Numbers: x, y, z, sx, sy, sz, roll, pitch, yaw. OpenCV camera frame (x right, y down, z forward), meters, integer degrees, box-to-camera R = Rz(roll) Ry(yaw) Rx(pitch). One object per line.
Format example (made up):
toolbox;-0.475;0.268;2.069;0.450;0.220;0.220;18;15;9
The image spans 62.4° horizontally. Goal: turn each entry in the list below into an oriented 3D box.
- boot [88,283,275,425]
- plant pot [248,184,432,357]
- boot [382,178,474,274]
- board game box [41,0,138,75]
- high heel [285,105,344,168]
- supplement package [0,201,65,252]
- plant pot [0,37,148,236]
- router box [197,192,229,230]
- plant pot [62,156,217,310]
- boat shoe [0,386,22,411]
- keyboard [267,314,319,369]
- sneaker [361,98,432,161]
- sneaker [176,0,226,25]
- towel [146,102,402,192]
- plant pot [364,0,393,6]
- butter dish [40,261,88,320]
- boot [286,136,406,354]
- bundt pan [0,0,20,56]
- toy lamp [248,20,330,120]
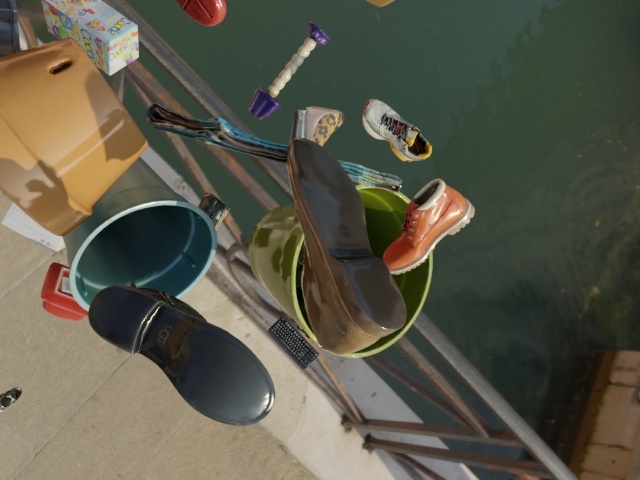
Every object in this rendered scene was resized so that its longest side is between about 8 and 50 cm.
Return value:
boot;-0.170;0.130;0.706;0.263;0.229;0.091;35;83;0
plant pot;0.008;0.043;1.247;0.366;0.353;0.367;-5;100;-31
boot;0.137;-0.021;0.765;0.084;0.158;0.059;36;16;-35
board game box;-0.771;-0.715;1.786;0.275;0.142;0.144;36;57;6
high heel;-0.013;-0.264;1.430;0.261;0.093;0.186;-24;126;-58
supplement package;-0.769;-0.144;1.579;0.175;0.177;0.293;32;96;-12
plant pot;-0.417;-0.180;0.841;0.203;0.291;0.291;-36;93;-10
router box;-0.329;-0.067;1.546;0.038;0.092;0.122;24;78;27
plant pot;-0.481;-0.049;1.284;0.341;0.341;0.334;-20;51;-31
boat shoe;-0.901;0.457;1.528;0.038;0.125;0.046;-26;93;-11
keyboard;-0.079;0.329;1.758;0.180;0.023;0.108;46;69;1
sneaker;0.194;-0.277;1.314;0.225;0.092;0.088;30;84;-31
sneaker;-0.184;-0.442;0.820;0.128;0.087;0.221;-35;95;-43
towel;-0.075;-0.153;0.888;0.370;0.271;0.040;9;101;-39
plant pot;0.077;-0.613;1.076;0.254;0.237;0.237;38;59;-35
butter dish;-0.710;0.164;1.480;0.160;0.118;0.160;30;26;-31
boot;0.000;0.000;0.687;0.112;0.115;0.305;6;54;-38
bundt pan;-0.682;-0.464;0.994;0.124;0.331;0.331;-17;83;-39
toy lamp;-0.086;-0.432;1.371;0.080;0.080;0.275;40;103;-11
